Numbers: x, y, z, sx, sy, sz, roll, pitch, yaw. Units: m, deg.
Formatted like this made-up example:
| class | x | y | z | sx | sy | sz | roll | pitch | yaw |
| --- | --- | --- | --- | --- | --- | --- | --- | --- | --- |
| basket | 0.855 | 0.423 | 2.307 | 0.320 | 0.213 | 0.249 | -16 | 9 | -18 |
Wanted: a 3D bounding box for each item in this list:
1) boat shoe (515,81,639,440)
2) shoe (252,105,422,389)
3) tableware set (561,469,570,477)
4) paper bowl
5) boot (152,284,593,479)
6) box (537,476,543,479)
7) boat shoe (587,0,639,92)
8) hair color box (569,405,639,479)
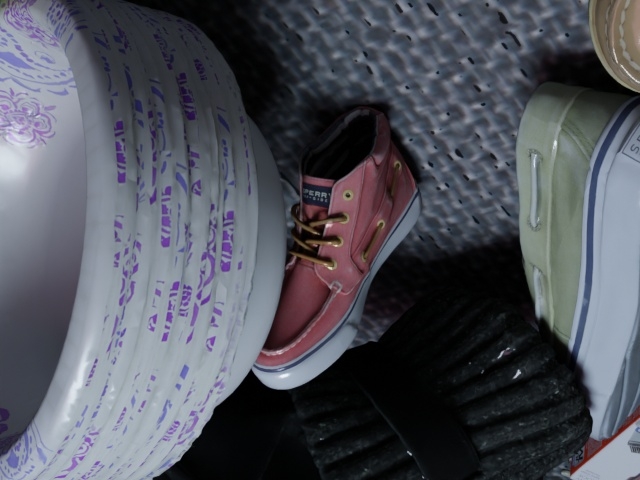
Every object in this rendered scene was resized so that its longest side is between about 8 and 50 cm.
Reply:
| class | x | y | z | sx | sy | sz | roll | pitch | yaw |
| --- | --- | --- | --- | --- | --- | --- | --- | --- | --- |
| boat shoe | 0.178 | 0.016 | 0.711 | 0.094 | 0.109 | 0.302 | 33 | 150 | 31 |
| shoe | 0.000 | 0.000 | 0.682 | 0.064 | 0.178 | 0.081 | 9 | 141 | 36 |
| tableware set | 0.241 | 0.267 | 1.041 | 0.104 | 0.024 | 0.154 | 19 | 142 | -3 |
| paper bowl | -0.127 | 0.004 | 0.660 | 0.148 | 0.284 | 0.284 | 8 | 152 | -37 |
| boot | -0.015 | 0.104 | 0.782 | 0.348 | 0.260 | 0.131 | 39 | 160 | 37 |
| box | 0.068 | 0.233 | 0.920 | 0.167 | 0.203 | 0.168 | -12 | 134 | 32 |
| boat shoe | 0.274 | -0.119 | 0.458 | 0.341 | 0.110 | 0.121 | -11 | 117 | 27 |
| hair color box | 0.269 | 0.142 | 0.852 | 0.093 | 0.053 | 0.167 | 20 | 144 | -5 |
